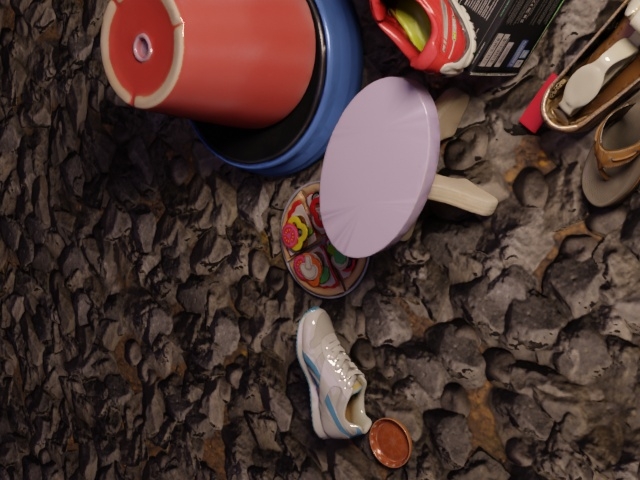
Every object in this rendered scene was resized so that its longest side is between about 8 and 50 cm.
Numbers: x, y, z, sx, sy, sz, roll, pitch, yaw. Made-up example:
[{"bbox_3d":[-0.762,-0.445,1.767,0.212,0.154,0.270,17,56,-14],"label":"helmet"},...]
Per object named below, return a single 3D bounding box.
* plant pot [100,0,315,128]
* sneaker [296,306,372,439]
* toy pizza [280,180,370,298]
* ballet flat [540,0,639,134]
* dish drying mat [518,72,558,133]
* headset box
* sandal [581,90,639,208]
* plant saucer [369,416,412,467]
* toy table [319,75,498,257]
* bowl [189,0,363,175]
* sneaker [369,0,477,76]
[{"bbox_3d":[-0.187,-0.301,1.481,0.275,0.243,0.275,8,103,40],"label":"plant pot"},{"bbox_3d":[0.025,0.219,1.591,0.092,0.087,0.229,-9,98,35],"label":"sneaker"},{"bbox_3d":[0.000,0.000,1.606,0.201,0.032,0.201,7,101,40],"label":"toy pizza"},{"bbox_3d":[0.390,-0.243,1.178,0.107,0.106,0.316,49,125,16],"label":"ballet flat"},{"bbox_3d":[0.310,-0.191,1.322,0.032,0.008,0.083,47,123,23],"label":"dish drying mat"},{"bbox_3d":[0.201,-0.405,1.302,0.283,0.131,0.246,45,123,27],"label":"headset box"},{"bbox_3d":[0.389,-0.130,1.204,0.219,0.060,0.090,-59,44,48],"label":"sandal"},{"bbox_3d":[0.117,0.332,1.568,0.083,0.013,0.084,8,103,40],"label":"plant saucer"},{"bbox_3d":[0.124,-0.107,1.397,0.252,0.161,0.274,48,125,24],"label":"toy table"},{"bbox_3d":[-0.102,-0.304,1.619,0.391,0.077,0.391,7,101,41],"label":"bowl"},{"bbox_3d":[0.102,-0.334,1.233,0.107,0.118,0.279,-44,69,37],"label":"sneaker"}]
